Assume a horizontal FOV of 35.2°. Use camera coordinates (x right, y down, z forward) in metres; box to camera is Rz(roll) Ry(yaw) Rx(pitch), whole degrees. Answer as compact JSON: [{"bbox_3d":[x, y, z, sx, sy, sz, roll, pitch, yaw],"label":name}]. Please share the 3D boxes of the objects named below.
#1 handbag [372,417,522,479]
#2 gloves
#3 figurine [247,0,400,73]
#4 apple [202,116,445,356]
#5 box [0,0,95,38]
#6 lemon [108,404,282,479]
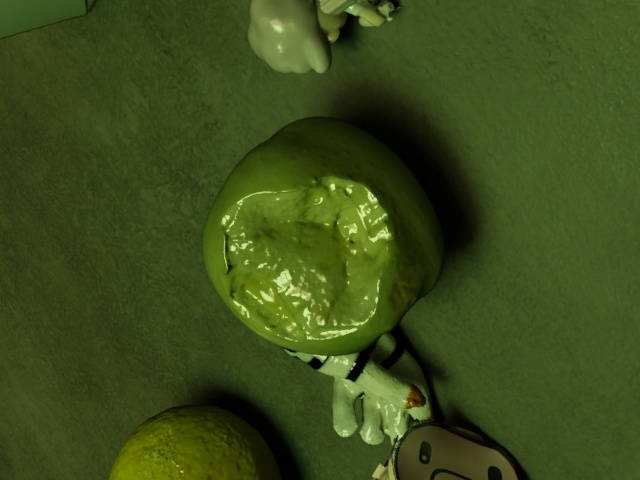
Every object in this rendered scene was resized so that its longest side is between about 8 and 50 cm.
[{"bbox_3d":[0.156,0.333,1.261,0.205,0.179,0.116,21,137,-12],"label":"handbag"},{"bbox_3d":[0.061,0.172,1.316,0.219,0.131,0.140,31,135,-16],"label":"gloves"},{"bbox_3d":[-0.007,-0.261,1.138,0.229,0.112,0.137,-25,90,36],"label":"figurine"},{"bbox_3d":[0.000,0.000,1.170,0.279,0.279,0.279,20,125,32],"label":"apple"},{"bbox_3d":[-0.411,-0.411,1.276,0.214,0.283,0.259,56,136,4],"label":"box"},{"bbox_3d":[-0.189,0.391,1.533,0.293,0.293,0.293,20,125,32],"label":"lemon"}]
